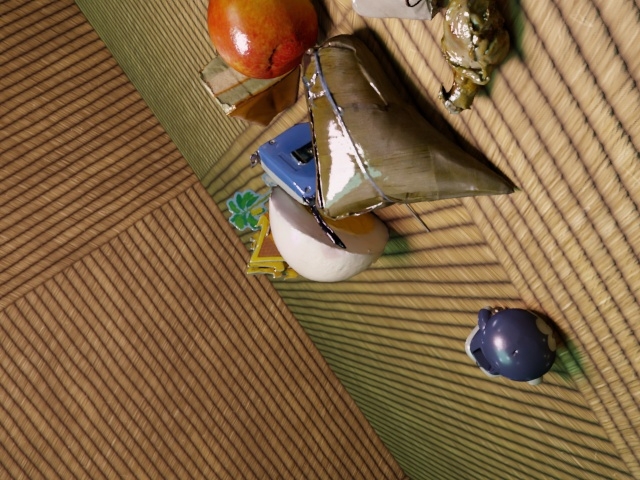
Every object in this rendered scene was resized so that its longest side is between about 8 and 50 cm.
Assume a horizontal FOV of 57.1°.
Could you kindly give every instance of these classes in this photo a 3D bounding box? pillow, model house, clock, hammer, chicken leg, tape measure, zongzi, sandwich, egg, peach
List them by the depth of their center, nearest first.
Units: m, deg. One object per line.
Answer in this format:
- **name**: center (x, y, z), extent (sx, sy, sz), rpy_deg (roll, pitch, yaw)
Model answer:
- **chicken leg**: center (0.231, -0.275, 0.903), extent (0.103, 0.088, 0.228), rpy_deg (28, 149, 25)
- **pillow**: center (0.112, -0.422, 0.941), extent (0.181, 0.078, 0.134), rpy_deg (25, 146, 41)
- **zongzi**: center (0.152, -0.235, 1.126), extent (0.392, 0.174, 0.357), rpy_deg (-5, 102, 30)
- **peach**: center (-0.118, -0.450, 1.218), extent (0.231, 0.231, 0.231), rpy_deg (46, 160, 21)
- **clock**: center (0.419, 0.234, 1.293), extent (0.200, 0.146, 0.243), rpy_deg (54, 170, 10)
- **hammer**: center (0.224, -0.063, 1.414), extent (0.110, 0.019, 0.035), rpy_deg (51, 162, 0)
- **tape measure**: center (0.012, -0.154, 1.443), extent (0.351, 0.215, 0.098), rpy_deg (45, 160, 25)
- **sandwich**: center (-0.185, -0.380, 1.495), extent (0.155, 0.227, 0.198), rpy_deg (50, 161, 11)
- **egg**: center (0.000, 0.000, 1.544), extent (0.337, 0.336, 0.201), rpy_deg (43, 125, 29)
- **model house**: center (-0.144, -0.051, 1.873), extent (0.358, 0.312, 0.242), rpy_deg (52, 159, 8)

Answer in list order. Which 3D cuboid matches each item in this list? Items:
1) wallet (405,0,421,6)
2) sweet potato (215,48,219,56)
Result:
- **wallet**: center (0.087, -0.517, 0.768), extent (0.275, 0.068, 0.335), rpy_deg (43, 141, 22)
- **sweet potato**: center (-0.259, -0.565, 1.613), extent (0.081, 0.062, 0.233), rpy_deg (29, 150, 20)
